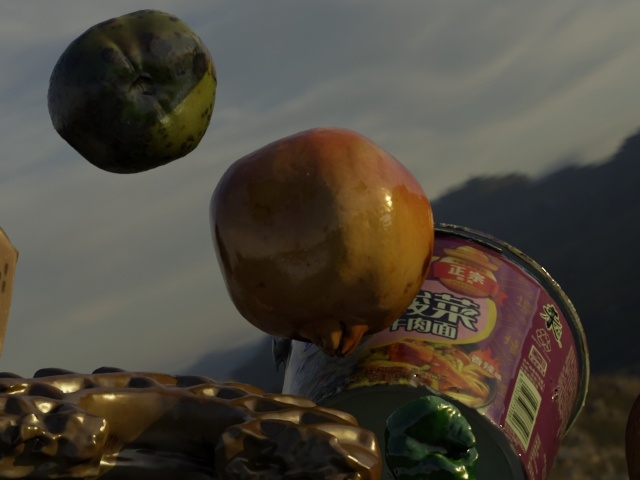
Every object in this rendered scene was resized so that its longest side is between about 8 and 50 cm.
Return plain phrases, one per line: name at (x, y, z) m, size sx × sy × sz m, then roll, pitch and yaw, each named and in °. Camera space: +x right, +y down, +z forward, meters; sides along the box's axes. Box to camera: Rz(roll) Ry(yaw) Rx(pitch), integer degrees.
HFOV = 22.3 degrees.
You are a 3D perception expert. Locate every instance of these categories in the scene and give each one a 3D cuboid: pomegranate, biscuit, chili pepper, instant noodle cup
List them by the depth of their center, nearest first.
chili pepper at (0.123, 0.206, 1.099) m, size 0.100 × 0.257 × 0.074 m, roll -17°, pitch 37°, yaw 40°
biscuit at (-0.136, 0.173, 1.289) m, size 0.366 × 0.115 × 0.268 m, roll 7°, pitch 4°, yaw -9°
pomegranate at (-0.161, -0.131, 1.311) m, size 0.138 × 0.163 × 0.125 m, roll -36°, pitch -32°, yaw -13°
pomegranate at (-0.002, -0.005, 1.453) m, size 0.209 × 0.209 × 0.209 m, roll -22°, pitch -3°, yaw -1°
instant noodle cup at (0.093, 0.186, 1.622) m, size 0.340 × 0.340 × 0.266 m, roll -23°, pitch 20°, yaw 22°

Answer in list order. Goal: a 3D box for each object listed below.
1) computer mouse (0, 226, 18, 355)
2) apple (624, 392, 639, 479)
computer mouse at (-0.409, 0.098, 1.678) m, size 0.199 × 0.389 × 0.115 m, roll 9°, pitch 15°, yaw -33°
apple at (0.356, 0.196, 1.297) m, size 0.194 × 0.261 × 0.261 m, roll -38°, pitch -3°, yaw 2°
